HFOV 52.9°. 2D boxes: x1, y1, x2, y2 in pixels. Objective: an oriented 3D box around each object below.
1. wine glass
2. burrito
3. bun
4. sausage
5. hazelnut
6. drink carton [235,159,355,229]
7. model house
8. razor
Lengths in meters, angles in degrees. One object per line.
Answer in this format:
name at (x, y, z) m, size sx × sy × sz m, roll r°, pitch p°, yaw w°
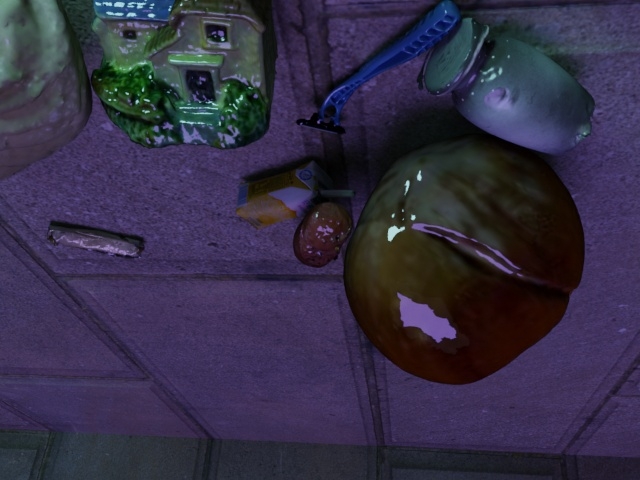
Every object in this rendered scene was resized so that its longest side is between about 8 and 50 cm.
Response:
wine glass at (0.231, -0.181, 0.781) m, size 0.204 × 0.111 × 0.111 m, roll 23°, pitch 144°, yaw -20°
burrito at (-0.434, 0.002, 1.243) m, size 0.185 × 0.041 × 0.045 m, roll 13°, pitch 106°, yaw -11°
bun at (-0.434, -0.202, 0.685) m, size 0.349 × 0.227 × 0.352 m, roll -8°, pitch 135°, yaw 47°
sausage at (-0.002, 0.001, 1.044) m, size 0.087 × 0.079 × 0.326 m, roll -26°, pitch 174°, yaw -6°
hazelnut at (0.192, 0.024, 0.931) m, size 0.315 × 0.372 × 0.372 m, roll 30°, pitch 172°, yaw 45°
drink carton at (-0.035, -0.077, 1.023) m, size 0.200 × 0.074 × 0.084 m, roll -14°, pitch 145°, yaw 26°
model house at (-0.155, -0.232, 0.694) m, size 0.214 × 0.195 × 0.189 m, roll 6°, pitch 141°, yaw 1°
razor at (0.073, -0.215, 0.816) m, size 0.082 × 0.042 × 0.253 m, roll 4°, pitch 155°, yaw -42°
